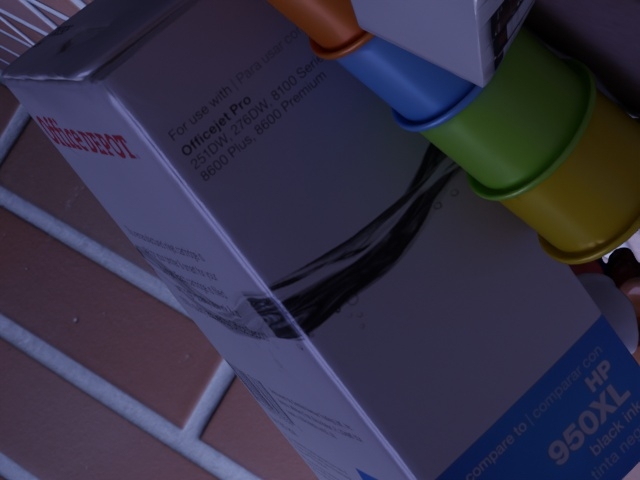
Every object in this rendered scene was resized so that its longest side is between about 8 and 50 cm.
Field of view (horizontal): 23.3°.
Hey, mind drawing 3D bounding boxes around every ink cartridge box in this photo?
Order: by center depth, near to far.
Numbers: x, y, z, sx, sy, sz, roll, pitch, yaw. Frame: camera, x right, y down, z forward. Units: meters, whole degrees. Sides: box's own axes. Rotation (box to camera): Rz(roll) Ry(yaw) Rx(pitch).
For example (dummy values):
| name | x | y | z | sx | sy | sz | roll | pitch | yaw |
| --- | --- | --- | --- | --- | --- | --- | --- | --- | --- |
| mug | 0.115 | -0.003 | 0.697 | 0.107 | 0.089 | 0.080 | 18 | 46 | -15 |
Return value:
| name | x | y | z | sx | sy | sz | roll | pitch | yaw |
| --- | --- | --- | --- | --- | --- | --- | --- | --- | --- |
| ink cartridge box | 0.000 | 0.000 | 0.992 | 0.395 | 0.166 | 0.285 | 53 | 166 | -18 |

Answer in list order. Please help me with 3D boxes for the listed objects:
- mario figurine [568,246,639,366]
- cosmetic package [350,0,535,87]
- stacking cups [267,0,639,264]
| name | x | y | z | sx | sy | sz | roll | pitch | yaw |
| --- | --- | --- | --- | --- | --- | --- | --- | --- | --- |
| mario figurine | 0.156 | 0.046 | 1.154 | 0.320 | 0.170 | 0.198 | 37 | -149 | 15 |
| cosmetic package | 0.047 | -0.128 | 0.466 | 0.060 | 0.099 | 0.239 | 27 | 175 | 11 |
| stacking cups | 0.041 | -0.102 | 0.791 | 0.316 | 0.096 | 0.096 | 33 | 175 | -26 |
